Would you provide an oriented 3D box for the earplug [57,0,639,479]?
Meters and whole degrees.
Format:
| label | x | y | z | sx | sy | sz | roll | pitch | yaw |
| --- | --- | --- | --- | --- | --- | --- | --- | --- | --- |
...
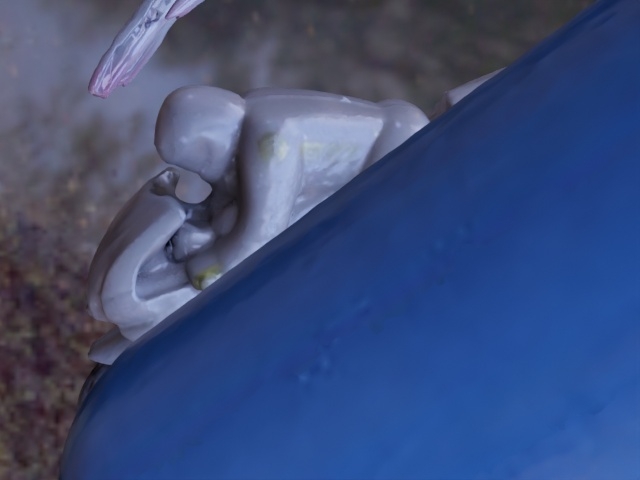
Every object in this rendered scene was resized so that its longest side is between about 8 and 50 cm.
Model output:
| label | x | y | z | sx | sy | sz | roll | pitch | yaw |
| --- | --- | --- | --- | --- | --- | --- | --- | --- | --- |
| earplug | 0.052 | 0.024 | 0.384 | 0.132 | 0.273 | 0.132 | 49 | 20 | -24 |

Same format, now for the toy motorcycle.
| label | x | y | z | sx | sy | sz | roll | pitch | yaw |
| --- | --- | --- | --- | --- | --- | --- | --- | --- | --- |
| toy motorcycle | 0.000 | 0.000 | 0.872 | 0.108 | 0.341 | 0.222 | -110 | 178 | -67 |

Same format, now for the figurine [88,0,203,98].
| label | x | y | z | sx | sy | sz | roll | pitch | yaw |
| --- | --- | --- | --- | --- | --- | --- | --- | --- | --- |
| figurine | -0.020 | -0.232 | 0.618 | 0.206 | 0.316 | 0.284 | 45 | 61 | -28 |
